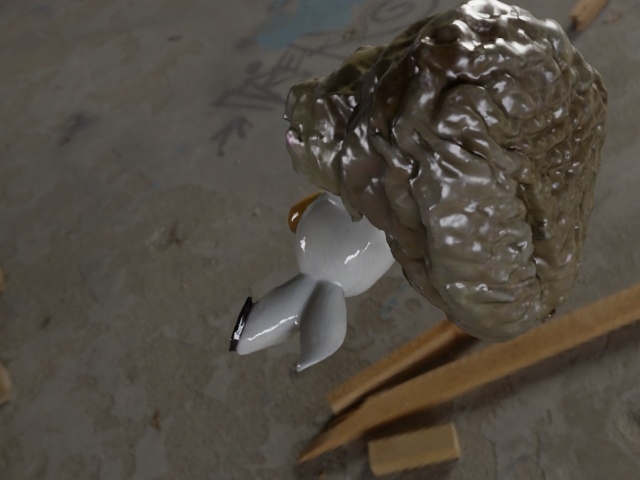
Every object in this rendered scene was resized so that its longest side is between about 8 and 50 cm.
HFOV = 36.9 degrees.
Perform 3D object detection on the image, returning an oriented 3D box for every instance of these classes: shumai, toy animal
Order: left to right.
[{"bbox_3d":[0.000,0.000,0.722,0.131,0.181,0.127,28,17,31],"label":"toy animal"},{"bbox_3d":[0.063,-0.045,0.564,0.176,0.206,0.166,12,57,41],"label":"shumai"}]
